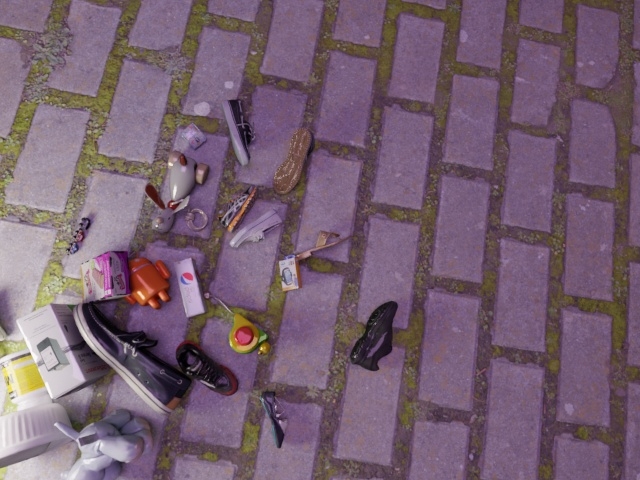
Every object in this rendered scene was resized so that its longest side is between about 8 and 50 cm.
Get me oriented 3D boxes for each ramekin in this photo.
[{"bbox_3d":[-0.966,0.637,1.319,0.273,0.273,0.127,-21,69,-8],"label":"ramekin"}]

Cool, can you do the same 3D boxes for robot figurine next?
[{"bbox_3d":[-0.653,0.156,1.493,0.158,0.128,0.219,-43,85,21],"label":"robot figurine"}]

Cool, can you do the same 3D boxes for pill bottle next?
[{"bbox_3d":[-1.022,0.492,1.405,0.119,0.119,0.208,-23,82,-8],"label":"pill bottle"}]

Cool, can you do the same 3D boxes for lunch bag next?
[{"bbox_3d":[-0.520,-0.427,1.650,0.071,0.053,0.083,-41,95,-9],"label":"lunch bag"}]

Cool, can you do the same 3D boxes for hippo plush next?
[{"bbox_3d":[-0.710,0.728,1.322,0.234,0.294,0.236,20,86,21],"label":"hippo plush"}]

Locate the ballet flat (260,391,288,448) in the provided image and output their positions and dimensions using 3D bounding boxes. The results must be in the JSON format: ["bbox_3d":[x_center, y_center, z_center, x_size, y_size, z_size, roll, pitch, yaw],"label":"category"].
[{"bbox_3d":[-0.159,0.651,1.475,0.074,0.074,0.203,-19,80,-8],"label":"ballet flat"}]

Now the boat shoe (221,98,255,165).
[{"bbox_3d":[-0.320,-0.447,1.642,0.105,0.113,0.306,-15,66,-13],"label":"boat shoe"}]

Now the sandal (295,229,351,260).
[{"bbox_3d":[0.000,0.000,1.597,0.240,0.088,0.079,-25,88,-4],"label":"sandal"}]

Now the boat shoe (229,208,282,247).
[{"bbox_3d":[-0.249,-0.034,1.583,0.226,0.083,0.076,-40,84,-11],"label":"boat shoe"}]

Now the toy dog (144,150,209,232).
[{"bbox_3d":[-0.552,-0.201,1.549,0.220,0.161,0.333,1,80,-4],"label":"toy dog"}]

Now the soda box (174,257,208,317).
[{"bbox_3d":[-0.491,0.179,1.529,0.069,0.074,0.216,-16,82,-7],"label":"soda box"}]

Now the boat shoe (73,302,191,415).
[{"bbox_3d":[-0.661,0.393,1.428,0.500,0.187,0.156,45,74,-1],"label":"boat shoe"}]

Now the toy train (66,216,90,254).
[{"bbox_3d":[-0.933,-0.014,1.553,0.036,0.027,0.158,22,78,-11],"label":"toy train"}]

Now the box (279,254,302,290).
[{"bbox_3d":[-0.119,0.125,1.572,0.081,0.028,0.136,-16,80,33],"label":"box"}]

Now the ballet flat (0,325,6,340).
[{"bbox_3d":[-1.203,0.378,1.425,0.124,0.116,0.342,17,78,-22],"label":"ballet flat"}]

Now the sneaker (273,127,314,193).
[{"bbox_3d":[-0.103,-0.328,1.654,0.099,0.153,0.282,25,109,-2],"label":"sneaker"}]

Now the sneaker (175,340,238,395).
[{"bbox_3d":[-0.417,0.470,1.453,0.276,0.135,0.097,39,77,1],"label":"sneaker"}]

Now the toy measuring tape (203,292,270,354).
[{"bbox_3d":[-0.331,0.328,1.503,0.330,0.121,0.121,33,79,10],"label":"toy measuring tape"}]

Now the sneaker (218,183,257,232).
[{"bbox_3d":[-0.325,-0.140,1.599,0.083,0.084,0.215,32,80,6],"label":"sneaker"}]

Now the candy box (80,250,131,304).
[{"bbox_3d":[-0.776,0.137,1.447,0.233,0.071,0.159,-18,77,36],"label":"candy box"}]

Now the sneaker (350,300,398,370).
[{"bbox_3d":[0.230,0.368,1.551,0.130,0.109,0.286,31,88,-5],"label":"sneaker"}]

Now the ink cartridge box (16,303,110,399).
[{"bbox_3d":[-0.878,0.374,1.393,0.121,0.211,0.289,-28,84,-11],"label":"ink cartridge box"}]
